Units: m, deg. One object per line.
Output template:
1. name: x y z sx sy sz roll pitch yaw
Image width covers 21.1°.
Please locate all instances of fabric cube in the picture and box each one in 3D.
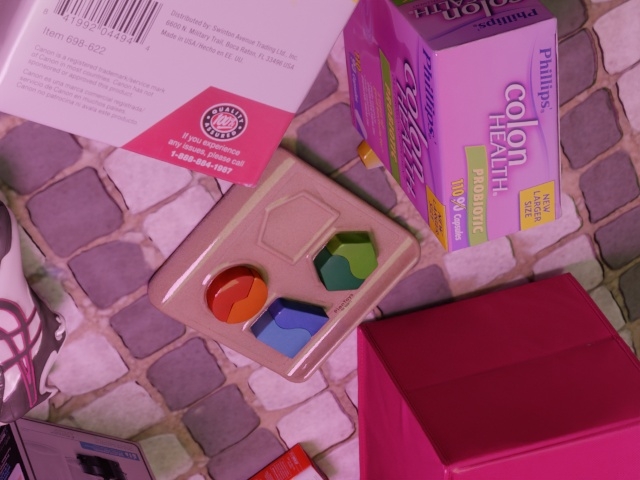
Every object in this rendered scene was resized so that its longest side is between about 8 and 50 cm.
1. fabric cube: 0.203 0.228 1.865 0.258 0.259 0.254 -12 127 -16

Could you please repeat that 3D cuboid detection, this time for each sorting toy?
1. sorting toy: 0.000 0.000 1.756 0.229 0.041 0.307 33 105 -37

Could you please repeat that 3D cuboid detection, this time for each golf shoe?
1. golf shoe: -0.305 0.063 1.640 0.120 0.105 0.273 -16 135 -34

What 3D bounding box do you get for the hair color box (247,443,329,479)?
1. hair color box: -0.058 0.299 1.934 0.141 0.043 0.072 -36 129 1

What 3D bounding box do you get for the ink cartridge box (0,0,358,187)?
1. ink cartridge box: -0.103 -0.271 1.445 0.279 0.160 0.385 18 114 -33

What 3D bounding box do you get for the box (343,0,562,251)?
1. box: 0.115 -0.151 1.575 0.117 0.243 0.213 -17 128 -13

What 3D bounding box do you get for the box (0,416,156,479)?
1. box: -0.225 0.307 1.704 0.169 0.290 0.087 19 113 -32
